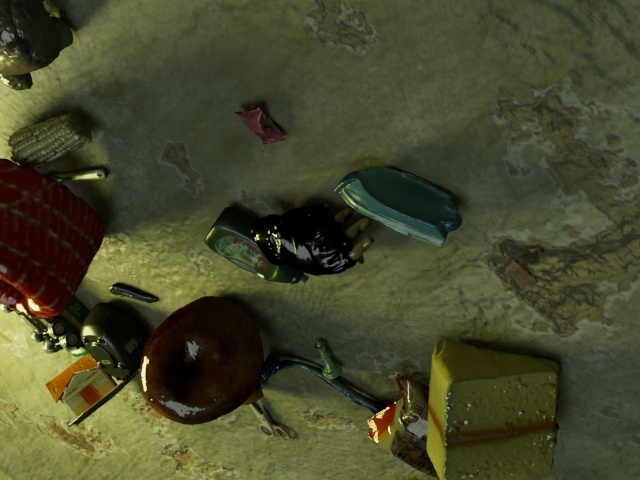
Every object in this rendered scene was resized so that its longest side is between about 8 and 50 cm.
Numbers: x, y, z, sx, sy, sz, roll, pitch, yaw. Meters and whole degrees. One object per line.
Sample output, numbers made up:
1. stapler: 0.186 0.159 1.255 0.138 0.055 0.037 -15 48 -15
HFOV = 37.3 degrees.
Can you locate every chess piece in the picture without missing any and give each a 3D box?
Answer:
1. chess piece: 0.012 0.250 2.017 0.042 0.042 0.093 0 127 33

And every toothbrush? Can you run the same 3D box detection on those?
1. toothbrush: -0.552 -0.123 1.966 0.304 0.030 0.030 -3 131 34

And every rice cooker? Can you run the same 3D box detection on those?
1. rice cooker: -0.482 0.242 2.254 0.142 0.118 0.203 -8 125 37

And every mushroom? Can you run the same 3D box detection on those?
1. mushroom: -0.239 0.255 2.043 0.267 0.255 0.267 3 97 28

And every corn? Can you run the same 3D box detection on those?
1. corn: -0.519 -0.199 1.827 0.211 0.087 0.087 -17 123 36

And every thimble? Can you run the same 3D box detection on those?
1. thimble: -0.631 -0.002 1.933 0.350 0.230 0.350 21 158 9

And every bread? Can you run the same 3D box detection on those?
1. bread: 0.328 0.326 1.807 0.236 0.198 0.263 -3 114 -6

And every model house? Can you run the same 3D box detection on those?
1. model house: -0.585 0.354 2.413 0.136 0.219 0.207 49 169 4

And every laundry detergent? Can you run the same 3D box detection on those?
1. laundry detergent: -0.119 0.027 1.836 0.211 0.063 0.137 33 144 -8

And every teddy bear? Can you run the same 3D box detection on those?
1. teddy bear: -0.568 -0.353 1.623 0.267 0.151 0.236 -1 131 32

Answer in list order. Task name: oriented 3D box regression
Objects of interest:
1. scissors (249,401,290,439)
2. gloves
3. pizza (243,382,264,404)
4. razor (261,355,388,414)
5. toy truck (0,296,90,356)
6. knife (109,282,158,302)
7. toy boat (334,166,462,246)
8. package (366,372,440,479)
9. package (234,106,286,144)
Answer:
1. scissors: -0.138 0.436 2.328 0.086 0.022 0.176 3 138 35
2. gloves: 0.000 0.000 1.697 0.204 0.124 0.164 3 154 40
3. pizza: -0.249 0.341 2.205 0.226 0.147 0.069 14 101 15
4. razor: 0.028 0.322 2.079 0.324 0.093 0.056 23 106 3
5. toy truck: -0.648 0.186 2.294 0.114 0.124 0.253 -18 120 43
6. knife: -0.429 0.124 2.171 0.121 0.018 0.031 17 133 14
7. toy boat: 0.124 -0.050 1.574 0.215 0.088 0.102 24 145 5
8. package: 0.242 0.415 1.981 0.288 0.108 0.223 30 128 4
9. package: -0.100 -0.195 1.603 0.059 0.029 0.083 -5 139 40
